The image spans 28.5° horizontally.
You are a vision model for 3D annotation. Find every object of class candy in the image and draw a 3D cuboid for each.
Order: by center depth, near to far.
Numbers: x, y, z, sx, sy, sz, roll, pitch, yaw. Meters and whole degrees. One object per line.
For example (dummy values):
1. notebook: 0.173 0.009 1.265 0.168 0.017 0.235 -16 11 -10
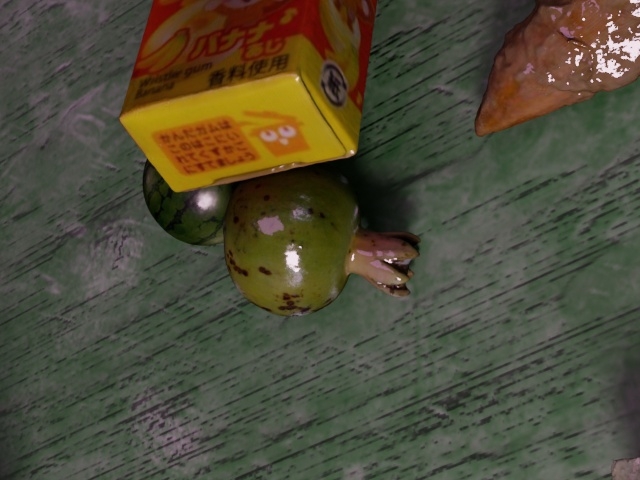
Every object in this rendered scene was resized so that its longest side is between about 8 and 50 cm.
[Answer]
1. candy: -0.040 -0.173 0.908 0.146 0.088 0.276 -10 49 26

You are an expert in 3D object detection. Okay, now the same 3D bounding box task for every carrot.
1. carrot: 0.195 -0.156 0.819 0.263 0.102 0.102 -41 58 24

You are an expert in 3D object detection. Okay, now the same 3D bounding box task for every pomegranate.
1. pomegranate: 0.000 0.000 0.889 0.142 0.114 0.114 13 83 10

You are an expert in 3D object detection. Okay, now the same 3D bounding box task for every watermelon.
1. watermelon: -0.085 -0.050 0.954 0.109 0.109 0.109 -10 71 31

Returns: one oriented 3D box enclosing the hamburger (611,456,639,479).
1. hamburger: 0.232 0.162 0.718 0.121 0.054 0.084 -12 68 22
